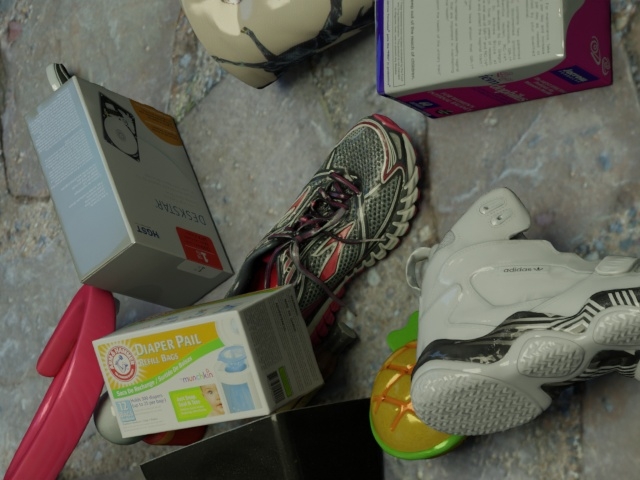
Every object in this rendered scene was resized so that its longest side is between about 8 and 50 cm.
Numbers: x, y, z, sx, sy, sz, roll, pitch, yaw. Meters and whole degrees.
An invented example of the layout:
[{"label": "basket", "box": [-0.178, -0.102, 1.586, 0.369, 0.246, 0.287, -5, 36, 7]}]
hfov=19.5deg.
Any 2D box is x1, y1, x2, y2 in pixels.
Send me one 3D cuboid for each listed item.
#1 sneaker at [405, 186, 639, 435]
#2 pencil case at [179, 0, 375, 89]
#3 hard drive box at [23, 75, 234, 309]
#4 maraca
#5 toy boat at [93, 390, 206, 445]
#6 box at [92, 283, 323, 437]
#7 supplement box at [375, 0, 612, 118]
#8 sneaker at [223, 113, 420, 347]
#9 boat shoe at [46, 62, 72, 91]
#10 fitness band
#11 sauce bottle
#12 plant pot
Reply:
[{"label": "sneaker", "box": [0.248, 0.039, 1.774, 0.366, 0.137, 0.210, -19, 51, 13]}, {"label": "pencil case", "box": [0.026, -0.322, 2.016, 0.410, 0.160, 0.183, -29, 72, 28]}, {"label": "hard drive box", "box": [-0.219, -0.051, 2.117, 0.089, 0.181, 0.232, -35, 61, 23]}, {"label": "maraca", "box": [0.110, 0.142, 1.886, 0.127, 0.099, 0.185, -11, 47, 23]}, {"label": "toy boat", "box": [-0.197, 0.320, 2.030, 0.267, 0.148, 0.318, -6, 76, 35]}, {"label": "box", "box": [-0.118, 0.126, 1.923, 0.203, 0.103, 0.114, -14, 96, 36]}, {"label": "supplement box", "box": [0.177, -0.206, 1.910, 0.220, 0.111, 0.114, -10, 73, 34]}, {"label": "sneaker", "box": [0.000, 0.000, 1.988, 0.121, 0.112, 0.299, 36, 100, 36]}, {"label": "boat shoe", "box": [-0.294, -0.169, 2.289, 0.040, 0.049, 0.142, -33, 61, 4]}, {"label": "fitness band", "box": [-0.291, 0.176, 2.104, 0.209, 0.054, 0.291, -83, 19, -45]}, {"label": "sauce bottle", "box": [-0.010, 0.142, 2.005, 0.128, 0.042, 0.042, -48, 56, 14]}, {"label": "plant pot", "box": [-0.040, 0.273, 1.918, 0.188, 0.187, 0.167, -24, 79, 29]}]
